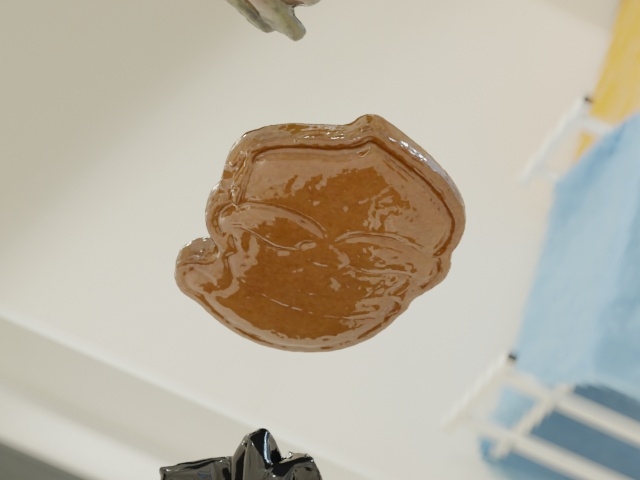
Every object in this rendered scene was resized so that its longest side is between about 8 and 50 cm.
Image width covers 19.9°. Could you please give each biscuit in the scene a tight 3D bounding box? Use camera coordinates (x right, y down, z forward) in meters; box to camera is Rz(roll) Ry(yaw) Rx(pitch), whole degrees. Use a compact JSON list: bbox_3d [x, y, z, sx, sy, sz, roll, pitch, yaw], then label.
[{"bbox_3d":[0.000,0.000,0.725,0.130,0.102,0.019,-52,22,40],"label":"biscuit"}]

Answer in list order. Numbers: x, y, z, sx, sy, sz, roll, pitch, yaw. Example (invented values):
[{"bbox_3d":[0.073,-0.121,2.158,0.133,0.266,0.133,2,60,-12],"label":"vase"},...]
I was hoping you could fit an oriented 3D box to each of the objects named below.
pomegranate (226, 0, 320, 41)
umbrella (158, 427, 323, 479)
[{"bbox_3d":[-0.094,-0.270,1.211,0.285,0.340,0.285,-25,31,17],"label":"pomegranate"},{"bbox_3d":[-0.021,0.191,0.671,0.272,0.110,0.122,-108,33,-56],"label":"umbrella"}]
